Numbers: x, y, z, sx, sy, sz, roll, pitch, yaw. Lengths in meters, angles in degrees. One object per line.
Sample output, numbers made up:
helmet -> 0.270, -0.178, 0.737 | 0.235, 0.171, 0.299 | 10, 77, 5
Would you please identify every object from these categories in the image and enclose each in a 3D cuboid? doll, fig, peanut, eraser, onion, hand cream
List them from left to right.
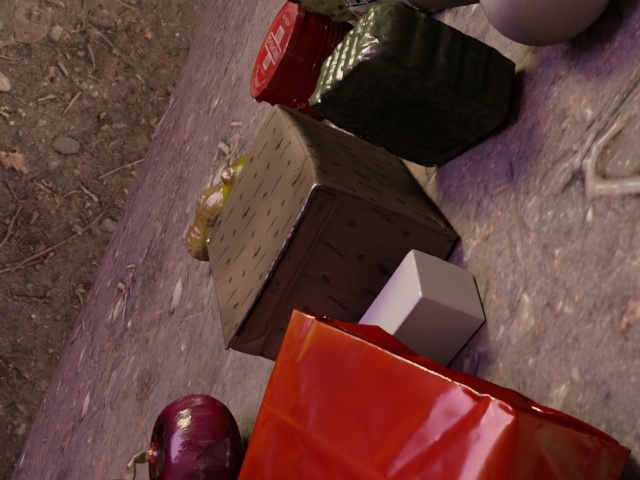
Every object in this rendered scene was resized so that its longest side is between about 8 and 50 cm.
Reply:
onion -> -0.188, 0.314, 1.464 | 0.177, 0.153, 0.177 | -51, 15, 19
peanut -> -0.208, -0.044, 2.001 | 0.099, 0.099, 0.214 | -94, 25, -51
fig -> -0.107, -0.091, 1.723 | 0.153, 0.120, 0.136 | 95, -179, -66
hand cream -> -0.030, -0.308, 1.715 | 0.193, 0.125, 0.193 | -56, 22, 36
eraser -> 0.057, 0.148, 1.059 | 0.298, 0.076, 0.078 | -57, 22, 32
doll -> 0.190, -0.283, 0.991 | 0.251, 0.221, 0.221 | -10, 55, 30

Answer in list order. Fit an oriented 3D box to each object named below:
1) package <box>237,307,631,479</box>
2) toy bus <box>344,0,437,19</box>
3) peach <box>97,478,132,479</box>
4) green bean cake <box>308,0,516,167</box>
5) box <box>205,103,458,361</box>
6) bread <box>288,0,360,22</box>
package -> 0.058, 0.184, 0.834 | 0.423, 0.123, 0.196 | 20, 90, 59
toy bus -> 0.105, -0.365, 1.402 | 0.194, 0.089, 0.087 | -1, 65, 54
peach -> -0.268, 0.471, 1.301 | 0.281, 0.314, 0.316 | -38, 37, 30
green bean cake -> 0.099, -0.170, 1.113 | 0.185, 0.183, 0.094 | -39, 33, 60
box -> 0.000, 0.000, 1.207 | 0.225, 0.190, 0.297 | -63, 21, 17
bread -> 0.030, -0.463, 1.591 | 0.252, 0.238, 0.196 | -93, 12, -60
